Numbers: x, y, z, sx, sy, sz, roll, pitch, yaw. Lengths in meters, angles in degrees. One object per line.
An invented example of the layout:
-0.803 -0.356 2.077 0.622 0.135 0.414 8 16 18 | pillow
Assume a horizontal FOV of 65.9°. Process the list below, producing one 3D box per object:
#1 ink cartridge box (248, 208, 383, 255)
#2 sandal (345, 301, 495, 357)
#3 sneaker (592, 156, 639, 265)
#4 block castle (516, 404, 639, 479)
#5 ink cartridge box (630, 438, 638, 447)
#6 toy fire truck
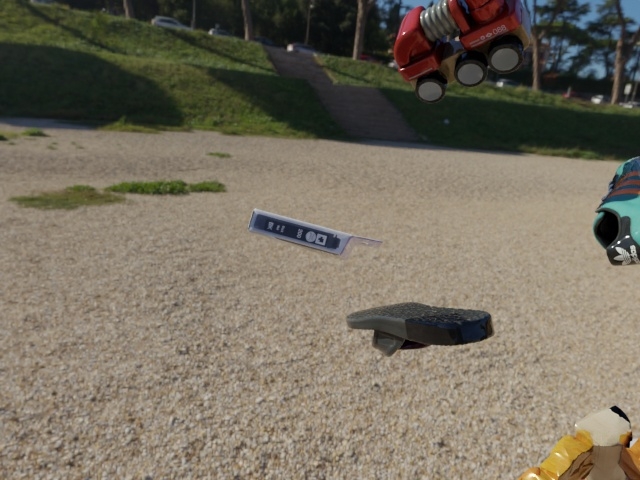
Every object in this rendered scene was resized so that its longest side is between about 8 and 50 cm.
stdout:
0.000 0.000 0.850 0.208 0.045 0.206 14 -2 7 | ink cartridge box
0.180 0.197 1.035 0.167 0.107 0.445 -8 -1 -19 | sandal
0.520 -0.055 0.839 0.121 0.108 0.302 -22 16 29 | sneaker
0.332 0.405 0.416 0.303 0.213 0.453 -33 37 -13 | block castle
0.490 0.366 0.777 0.207 0.097 0.046 -1 15 1 | ink cartridge box
0.204 -0.369 0.828 0.217 0.159 0.246 -13 -44 40 | toy fire truck
